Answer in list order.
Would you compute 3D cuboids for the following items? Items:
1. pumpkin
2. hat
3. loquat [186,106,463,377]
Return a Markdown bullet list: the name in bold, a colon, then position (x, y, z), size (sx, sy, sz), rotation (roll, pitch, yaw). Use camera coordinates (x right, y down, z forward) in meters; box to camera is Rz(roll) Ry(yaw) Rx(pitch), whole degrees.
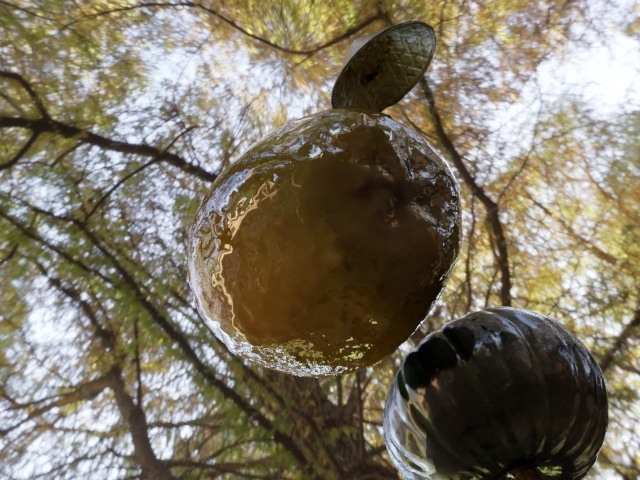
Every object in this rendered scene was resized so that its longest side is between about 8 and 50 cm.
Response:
- **pumpkin**: position (0.187, 0.190, 0.667), size (0.249, 0.216, 0.250), rotation (-6, -56, -9)
- **hat**: position (0.058, -0.216, 0.735), size (0.146, 0.146, 0.067), rotation (-37, -112, 7)
- **loquat**: position (0.000, 0.000, 0.660), size (0.276, 0.276, 0.284), rotation (36, -40, -12)
